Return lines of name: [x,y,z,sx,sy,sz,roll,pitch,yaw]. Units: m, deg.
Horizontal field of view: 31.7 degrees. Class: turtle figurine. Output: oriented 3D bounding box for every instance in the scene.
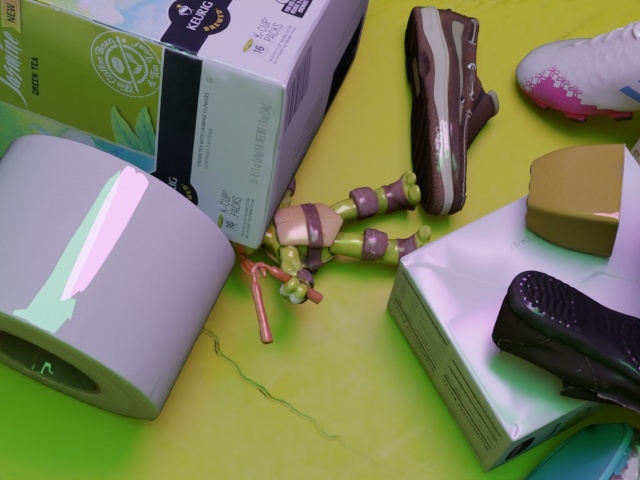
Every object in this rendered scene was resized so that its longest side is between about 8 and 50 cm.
turtle figurine: [0.000,0.000,1.159,0.217,0.087,0.269,-4,48,-10]

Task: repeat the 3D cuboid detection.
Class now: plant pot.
plant pot: [0.233,-0.040,1.042,0.083,0.081,0.081,7,67,11]

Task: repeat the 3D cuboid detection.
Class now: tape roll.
tape roll: [-0.223,0.039,1.053,0.246,0.246,0.169,23,68,7]

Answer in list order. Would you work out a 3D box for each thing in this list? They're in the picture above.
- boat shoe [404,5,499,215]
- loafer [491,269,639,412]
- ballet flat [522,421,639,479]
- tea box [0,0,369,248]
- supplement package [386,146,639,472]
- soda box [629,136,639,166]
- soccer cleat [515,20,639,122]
boat shoe: [0.151,-0.147,1.231,0.095,0.095,0.257,2,67,-8]
loafer: [0.245,0.105,0.988,0.220,0.078,0.080,32,40,-6]
ballet flat: [0.170,0.343,1.027,0.409,0.147,0.147,-42,75,-14]
tea box: [-0.142,-0.219,1.128,0.324,0.220,0.329,18,48,6]
supplement package: [0.232,0.070,1.115,0.262,0.145,0.204,-26,71,-12]
soda box: [0.427,-0.038,1.207,0.069,0.074,0.216,-27,71,-13]
soccer cleat: [0.348,-0.192,1.168,0.331,0.143,0.116,18,48,39]
